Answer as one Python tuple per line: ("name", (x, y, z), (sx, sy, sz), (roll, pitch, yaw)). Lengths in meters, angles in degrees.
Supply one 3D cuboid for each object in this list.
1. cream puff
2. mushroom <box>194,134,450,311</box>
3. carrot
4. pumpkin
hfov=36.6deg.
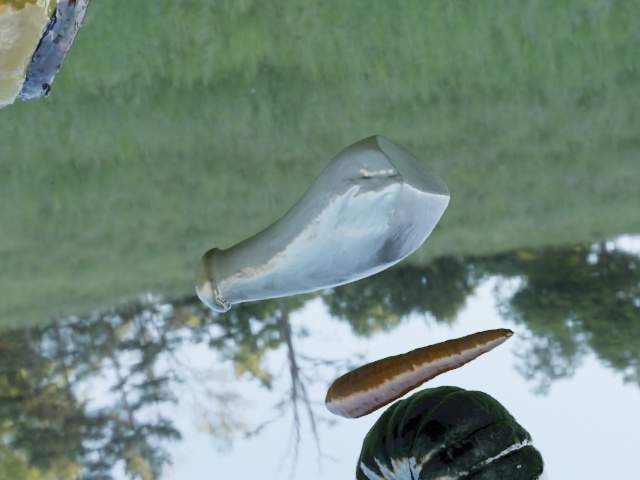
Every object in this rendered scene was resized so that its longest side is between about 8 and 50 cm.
("cream puff", (-0.239, -0.183, 0.705), (0.129, 0.189, 0.189), (24, 180, -20))
("mushroom", (0.000, 0.000, 0.895), (0.118, 0.103, 0.270), (18, 140, -43))
("carrot", (0.094, 0.125, 0.940), (0.216, 0.048, 0.048), (-28, -177, 29))
("pumpkin", (0.138, 0.262, 1.021), (0.220, 0.221, 0.161), (0, -177, 42))
